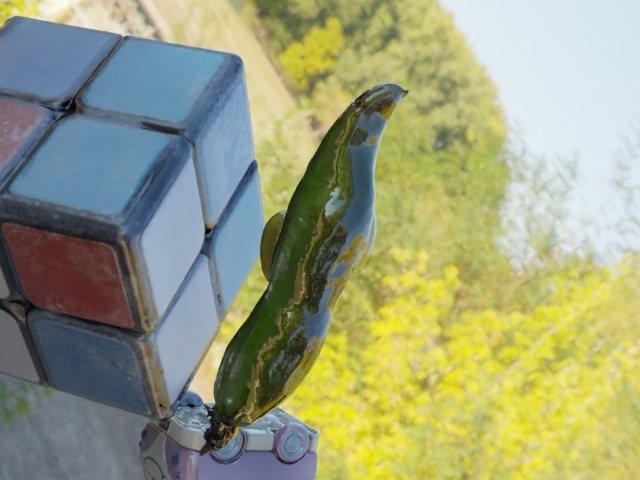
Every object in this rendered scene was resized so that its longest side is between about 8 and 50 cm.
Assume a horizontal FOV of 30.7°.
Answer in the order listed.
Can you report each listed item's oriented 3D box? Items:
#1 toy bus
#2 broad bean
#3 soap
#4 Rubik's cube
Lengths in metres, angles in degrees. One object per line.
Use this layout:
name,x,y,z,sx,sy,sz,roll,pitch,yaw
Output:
toy bus,-0.116,0.273,1.444,0.202,0.142,0.142,8,9,-35
broad bean,-0.013,0.032,0.915,0.077,0.339,0.061,16,12,-36
soap,0.001,0.001,1.211,0.045,0.140,0.089,41,-44,47
Rubik's cube,-0.263,-0.032,1.332,0.313,0.316,0.318,87,22,-45
